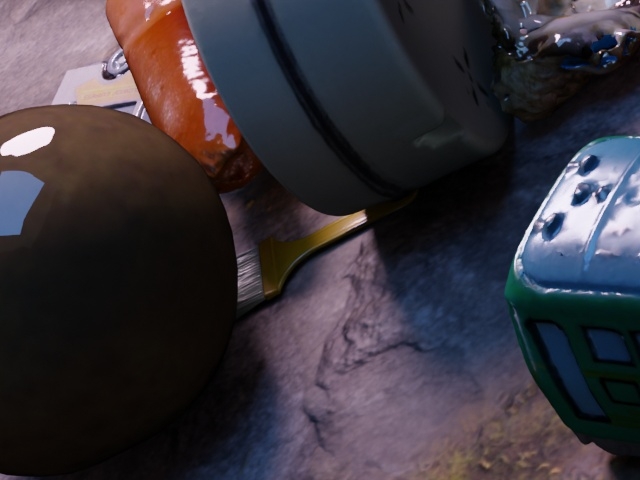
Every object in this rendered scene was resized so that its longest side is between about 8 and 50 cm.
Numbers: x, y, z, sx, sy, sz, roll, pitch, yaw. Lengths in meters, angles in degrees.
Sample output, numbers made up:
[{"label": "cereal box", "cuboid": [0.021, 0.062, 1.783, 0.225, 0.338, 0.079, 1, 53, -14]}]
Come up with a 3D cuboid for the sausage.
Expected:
[{"label": "sausage", "cuboid": [-0.124, -0.162, 1.821, 0.097, 0.094, 0.348, -40, 40, 14]}]

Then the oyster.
[{"label": "oyster", "cuboid": [0.243, -0.212, 1.691, 0.223, 0.083, 0.214, -12, 47, 9]}]

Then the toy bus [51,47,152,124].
[{"label": "toy bus", "cuboid": [-0.130, -0.130, 1.947, 0.342, 0.097, 0.138, -6, 52, 38]}]

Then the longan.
[{"label": "longan", "cuboid": [-0.220, 0.042, 1.645, 0.319, 0.319, 0.319, -26, 35, 20]}]

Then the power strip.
[{"label": "power strip", "cuboid": [0.020, -0.207, 1.663, 0.161, 0.357, 0.357, -23, 36, 22]}]

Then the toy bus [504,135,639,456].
[{"label": "toy bus", "cuboid": [0.293, 0.036, 1.237, 0.343, 0.199, 0.183, 3, 51, 44]}]

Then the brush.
[{"label": "brush", "cuboid": [0.000, 0.000, 1.736, 0.205, 0.011, 0.083, -29, 33, 14]}]
